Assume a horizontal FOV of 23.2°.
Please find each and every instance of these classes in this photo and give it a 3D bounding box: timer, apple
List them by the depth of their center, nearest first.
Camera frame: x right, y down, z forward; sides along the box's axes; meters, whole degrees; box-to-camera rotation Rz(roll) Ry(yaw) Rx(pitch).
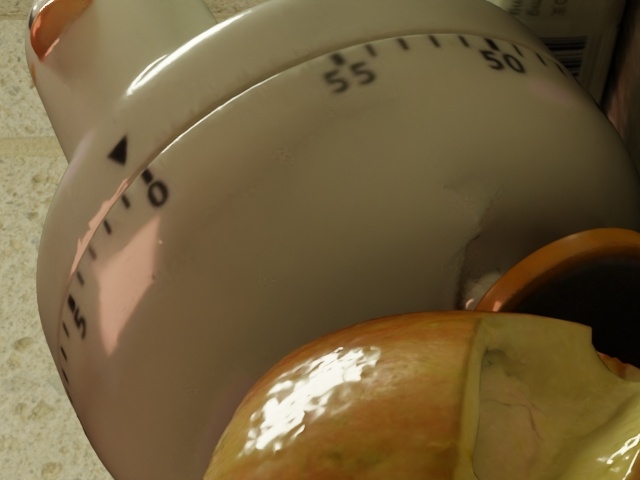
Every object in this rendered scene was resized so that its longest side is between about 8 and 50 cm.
[{"bbox_3d":[0.053,0.107,0.410,0.199,0.199,0.199,179,90,-87],"label":"apple"},{"bbox_3d":[0.000,0.000,0.605,0.234,0.233,0.240,92,156,-44],"label":"timer"}]

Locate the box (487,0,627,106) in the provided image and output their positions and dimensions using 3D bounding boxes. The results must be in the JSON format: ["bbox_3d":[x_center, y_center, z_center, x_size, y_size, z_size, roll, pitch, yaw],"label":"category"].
[{"bbox_3d":[0.086,-0.167,0.629,0.259,0.071,0.168,94,174,-58],"label":"box"}]
